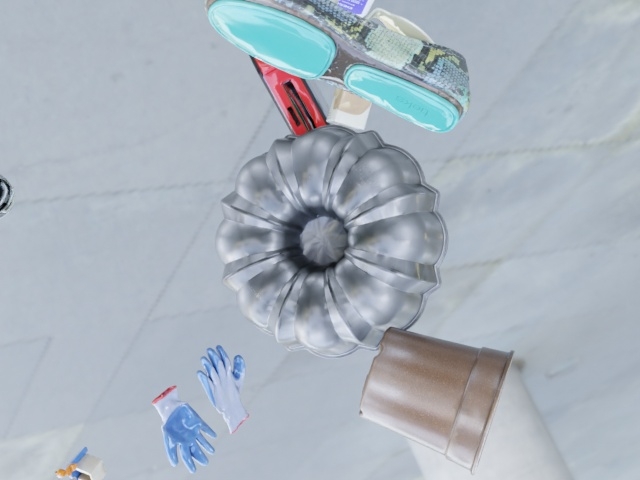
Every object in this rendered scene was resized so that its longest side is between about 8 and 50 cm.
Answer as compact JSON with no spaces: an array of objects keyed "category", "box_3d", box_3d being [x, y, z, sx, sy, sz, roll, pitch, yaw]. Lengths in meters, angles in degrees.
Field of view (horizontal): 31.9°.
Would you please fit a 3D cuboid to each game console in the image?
[{"category":"game console","box_3d":[-0.005,-0.179,1.780,0.060,0.386,0.342,-28,-166,5]}]

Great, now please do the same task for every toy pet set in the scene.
[{"category":"toy pet set","box_3d":[-0.426,0.407,1.912,0.114,0.065,0.122,-52,145,-41]}]

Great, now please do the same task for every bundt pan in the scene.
[{"category":"bundt pan","box_3d":[0.000,0.000,1.513,0.331,0.331,0.124,-31,170,14]}]

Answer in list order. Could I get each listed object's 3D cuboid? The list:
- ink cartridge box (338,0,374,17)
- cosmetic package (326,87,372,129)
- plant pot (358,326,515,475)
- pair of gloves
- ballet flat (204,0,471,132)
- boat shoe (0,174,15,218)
[{"category":"ink cartridge box","box_3d":[-0.041,-0.272,1.030,0.206,0.045,0.208,21,174,-4]},{"category":"cosmetic package","box_3d":[0.046,-0.199,1.410,0.041,0.115,0.060,15,-179,-12]},{"category":"plant pot","box_3d":[0.146,0.193,1.438,0.165,0.167,0.167,19,159,12]},{"category":"pair of gloves","box_3d":[-0.182,0.266,1.789,0.198,0.023,0.159,-41,123,-34]},{"category":"ballet flat","box_3d":[0.016,-0.134,0.744,0.188,0.070,0.070,25,136,-15]},{"category":"boat shoe","box_3d":[-0.463,-0.059,1.547,0.070,0.078,0.219,11,178,8]}]
